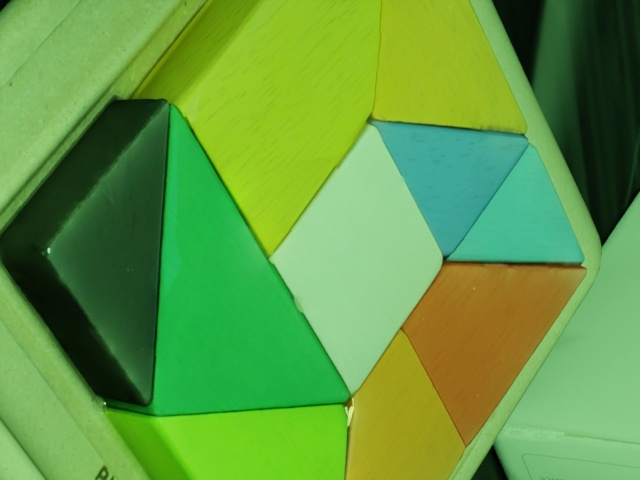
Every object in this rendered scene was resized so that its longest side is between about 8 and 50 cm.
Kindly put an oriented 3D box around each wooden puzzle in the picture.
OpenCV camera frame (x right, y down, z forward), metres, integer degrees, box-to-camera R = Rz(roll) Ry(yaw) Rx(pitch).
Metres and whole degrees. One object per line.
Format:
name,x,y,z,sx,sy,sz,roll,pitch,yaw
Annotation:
wooden puzzle,0.000,0.000,0.519,0.239,0.044,0.221,-58,134,-34

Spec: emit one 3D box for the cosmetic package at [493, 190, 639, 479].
cosmetic package,0.194,0.084,0.708,0.224,0.138,0.225,-51,131,-38
